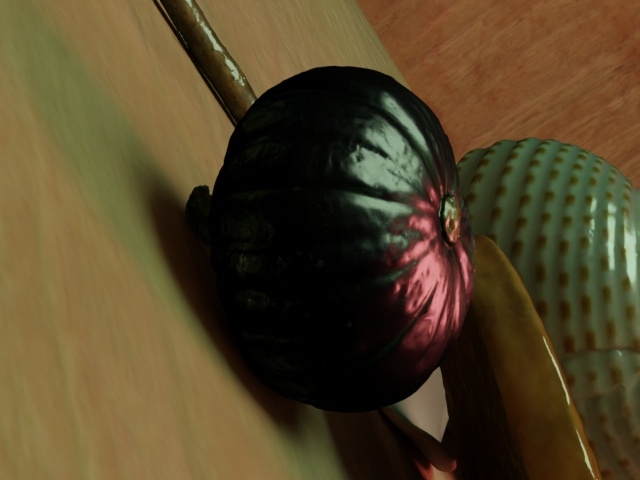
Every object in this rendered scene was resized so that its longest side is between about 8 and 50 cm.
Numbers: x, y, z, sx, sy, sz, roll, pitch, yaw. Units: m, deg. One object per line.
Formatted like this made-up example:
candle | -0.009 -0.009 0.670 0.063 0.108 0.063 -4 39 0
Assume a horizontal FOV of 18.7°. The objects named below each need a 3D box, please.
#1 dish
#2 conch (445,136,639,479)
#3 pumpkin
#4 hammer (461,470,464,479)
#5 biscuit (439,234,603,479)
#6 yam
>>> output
dish | 0.058 0.060 1.443 0.154 0.064 0.234 51 14 -54
conch | 0.187 0.078 1.558 0.319 0.215 0.303 26 -58 51
pumpkin | 0.013 0.000 1.057 0.194 0.150 0.194 49 21 -26
hammer | 0.143 0.230 1.555 0.035 0.019 0.110 -100 164 -69
biscuit | 0.136 0.159 1.241 0.312 0.057 0.351 -110 -174 -61
yam | -0.096 -0.157 1.411 0.234 0.029 0.027 56 -18 -18
